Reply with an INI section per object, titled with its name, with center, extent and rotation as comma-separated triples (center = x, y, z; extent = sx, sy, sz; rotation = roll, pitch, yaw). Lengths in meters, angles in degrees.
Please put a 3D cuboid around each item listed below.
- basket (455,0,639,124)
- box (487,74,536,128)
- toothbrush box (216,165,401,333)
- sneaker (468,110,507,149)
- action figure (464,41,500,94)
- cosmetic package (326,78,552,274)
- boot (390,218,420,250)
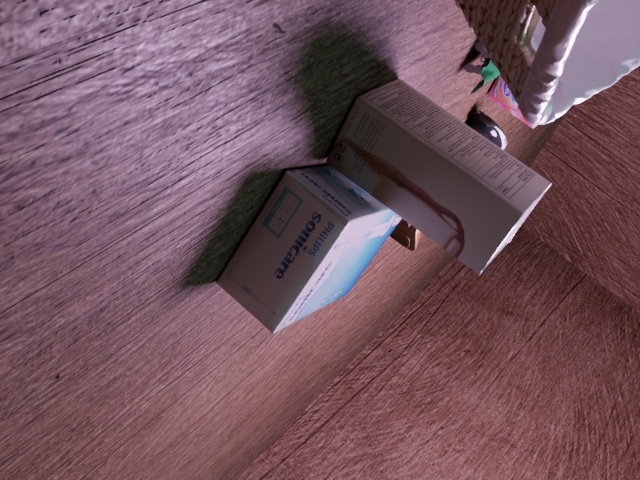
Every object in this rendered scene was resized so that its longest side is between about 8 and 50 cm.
[basket]
center = 0.348, -0.373, 0.933
extent = 0.331, 0.266, 0.328
rotation = -31, 164, -4
[box]
center = 0.557, -0.423, 1.851
extent = 0.300, 0.142, 0.154
rotation = -40, 162, -38
[toothbrush box]
center = 0.000, 0.000, 1.216
extent = 0.216, 0.126, 0.295
rotation = -56, 166, 22
[sneaker]
center = 0.386, -0.220, 1.919
extent = 0.124, 0.107, 0.283
rotation = -43, 165, -6
[action figure]
center = 0.372, -0.383, 1.541
extent = 0.232, 0.063, 0.137
rotation = -28, 152, -48
[cosmetic package]
center = 0.178, -0.104, 1.159
extent = 0.153, 0.296, 0.129
rotation = -32, 155, -51
[boot]
center = 0.237, -0.108, 1.772
extent = 0.220, 0.109, 0.283
rotation = -52, 159, -13
